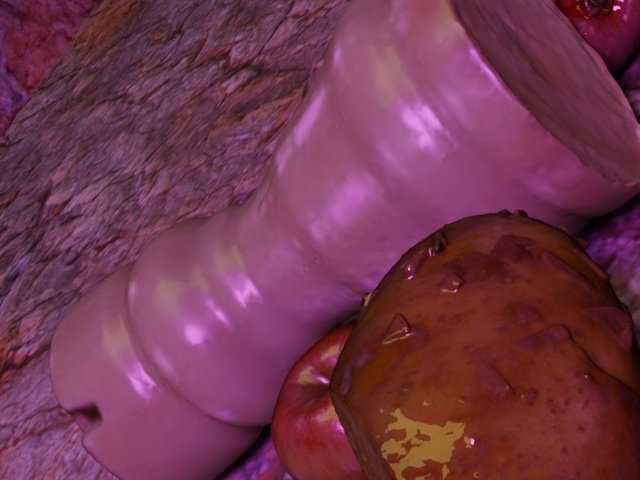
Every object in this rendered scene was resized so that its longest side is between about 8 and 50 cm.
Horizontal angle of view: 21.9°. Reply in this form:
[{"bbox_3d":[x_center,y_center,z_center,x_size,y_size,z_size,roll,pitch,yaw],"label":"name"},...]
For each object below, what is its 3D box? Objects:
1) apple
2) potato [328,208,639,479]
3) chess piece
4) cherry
[{"bbox_3d":[0.031,0.115,1.067,0.126,0.102,0.126,-32,29,20],"label":"apple"},{"bbox_3d":[0.092,0.099,0.913,0.176,0.141,0.298,-13,36,16],"label":"potato"},{"bbox_3d":[0.000,0.000,1.185,0.442,0.234,0.234,-40,23,24],"label":"chess piece"},{"bbox_3d":[0.205,-0.172,1.262,0.106,0.087,0.126,-48,3,13],"label":"cherry"}]
